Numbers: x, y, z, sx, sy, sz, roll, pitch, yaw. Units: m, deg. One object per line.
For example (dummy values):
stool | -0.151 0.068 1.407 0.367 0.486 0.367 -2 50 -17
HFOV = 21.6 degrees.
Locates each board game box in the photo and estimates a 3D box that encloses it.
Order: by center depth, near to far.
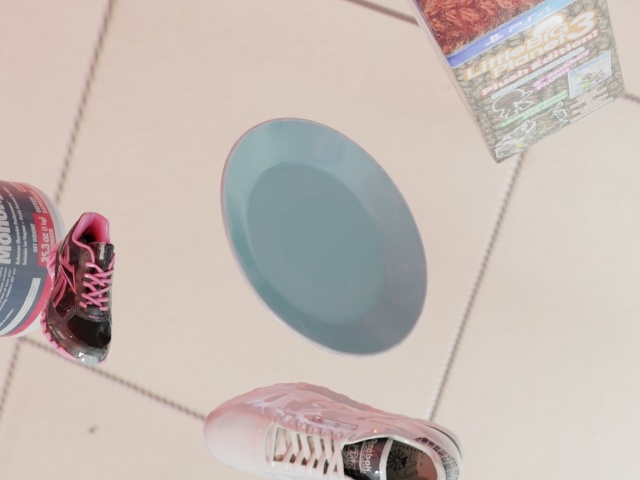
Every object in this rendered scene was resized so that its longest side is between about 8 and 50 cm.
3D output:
board game box | 0.144 -0.236 1.477 0.141 0.291 0.232 -29 71 5

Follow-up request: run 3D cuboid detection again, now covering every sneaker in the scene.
sneaker | -0.152 0.028 1.092 0.057 0.047 0.119 -53 34 33
sneaker | 0.008 0.178 1.456 0.235 0.095 0.090 5 95 10

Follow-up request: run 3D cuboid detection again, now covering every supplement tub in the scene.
supplement tub | -0.447 0.015 1.945 0.191 0.272 0.191 -5 82 41

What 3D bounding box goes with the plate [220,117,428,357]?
plate | 0.000 0.000 1.197 0.024 0.188 0.188 -35 84 43
